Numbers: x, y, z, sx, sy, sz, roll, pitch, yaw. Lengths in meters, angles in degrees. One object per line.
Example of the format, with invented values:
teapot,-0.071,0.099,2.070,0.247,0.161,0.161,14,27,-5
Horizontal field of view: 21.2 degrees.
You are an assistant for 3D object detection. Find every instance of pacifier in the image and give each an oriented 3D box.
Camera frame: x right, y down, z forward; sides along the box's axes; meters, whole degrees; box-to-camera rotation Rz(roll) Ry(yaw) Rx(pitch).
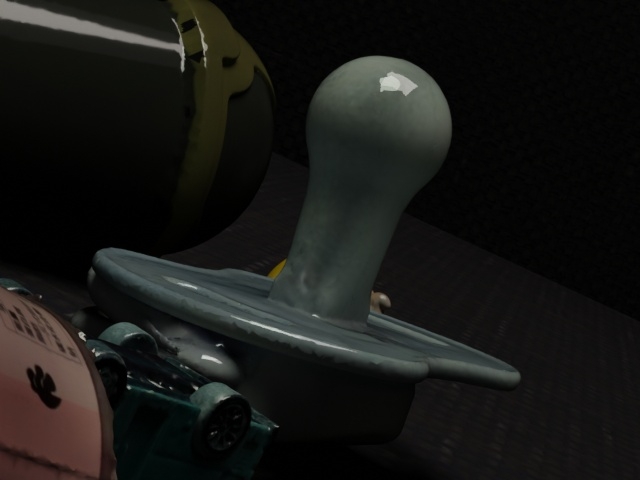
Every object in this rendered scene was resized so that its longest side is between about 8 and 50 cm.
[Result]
pacifier,0.000,0.000,1.010,0.244,0.233,0.299,24,5,29

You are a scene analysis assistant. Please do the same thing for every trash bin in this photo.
trash bin,-0.178,-0.091,1.208,0.333,0.214,0.214,12,13,-40

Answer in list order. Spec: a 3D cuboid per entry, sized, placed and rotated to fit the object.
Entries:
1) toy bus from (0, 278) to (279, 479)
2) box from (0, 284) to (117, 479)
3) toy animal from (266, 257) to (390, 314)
toy bus,-0.102,0.076,0.670,0.079,0.092,0.160,27,1,39
box,-0.141,0.056,0.487,0.151,0.151,0.135,29,0,36
toy animal,0.015,0.050,1.321,0.114,0.091,0.082,26,-7,27
